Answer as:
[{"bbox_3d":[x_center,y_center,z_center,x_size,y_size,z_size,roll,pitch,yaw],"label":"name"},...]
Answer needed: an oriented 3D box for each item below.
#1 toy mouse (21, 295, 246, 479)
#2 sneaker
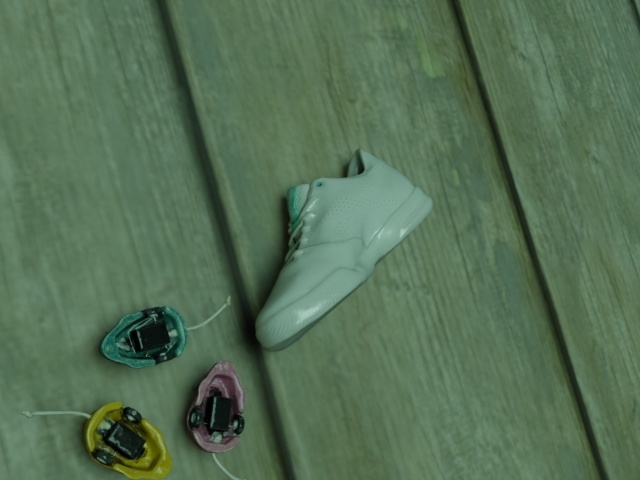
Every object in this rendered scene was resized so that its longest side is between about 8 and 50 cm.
[{"bbox_3d":[-0.101,0.097,0.593,0.161,0.031,0.143,38,57,-20],"label":"toy mouse"},{"bbox_3d":[0.000,0.000,0.680,0.094,0.080,0.212,46,47,0],"label":"sneaker"}]
